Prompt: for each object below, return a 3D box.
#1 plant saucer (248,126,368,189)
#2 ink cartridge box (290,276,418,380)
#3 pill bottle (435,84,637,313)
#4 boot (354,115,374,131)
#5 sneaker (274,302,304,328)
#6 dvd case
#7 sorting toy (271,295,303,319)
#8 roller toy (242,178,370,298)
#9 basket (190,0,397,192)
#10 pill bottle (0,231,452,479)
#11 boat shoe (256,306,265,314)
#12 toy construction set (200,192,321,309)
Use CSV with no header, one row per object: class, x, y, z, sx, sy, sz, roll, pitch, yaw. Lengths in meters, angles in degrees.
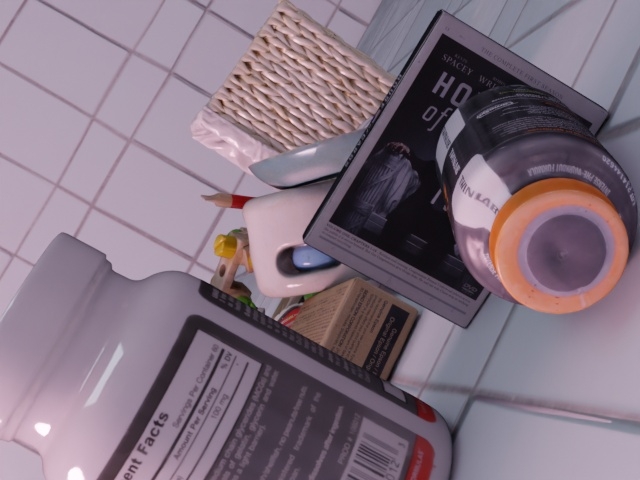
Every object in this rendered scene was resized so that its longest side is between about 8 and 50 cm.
plant saucer,0.066,-0.117,1.325,0.317,0.318,0.043,170,85,-79
ink cartridge box,0.004,0.157,1.207,0.193,0.088,0.235,-64,10,-15
pill bottle,0.159,-0.032,0.779,0.130,0.130,0.245,-58,9,18
boot,0.086,-0.096,1.620,0.123,0.095,0.258,-27,41,62
sneaker,-0.077,0.212,1.460,0.279,0.107,0.118,-61,14,1
dvd case,0.120,-0.059,0.933,0.238,0.179,0.029,-59,13,14
sorting toy,-0.048,0.115,1.848,0.193,0.038,0.208,-61,4,-4
roller toy,0.000,0.000,1.350,0.209,0.191,0.146,-9,94,57
basket,-0.026,-0.213,1.850,0.266,0.331,0.328,-56,7,-3
pill bottle,-0.094,0.153,0.851,0.210,0.363,0.210,-58,8,14
boat shoe,-0.168,0.203,1.913,0.335,0.096,0.112,-73,-14,-75
toy construction set,-0.149,0.044,1.647,0.257,0.237,0.308,-60,35,38
